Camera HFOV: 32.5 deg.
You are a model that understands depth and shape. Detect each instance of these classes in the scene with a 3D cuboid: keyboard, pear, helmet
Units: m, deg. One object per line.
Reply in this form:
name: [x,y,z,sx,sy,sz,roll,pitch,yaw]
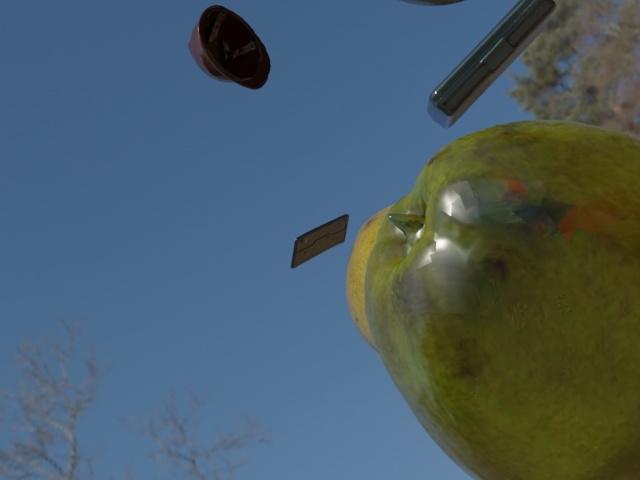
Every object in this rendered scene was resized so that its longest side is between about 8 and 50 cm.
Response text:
keyboard: [0.000,0.000,1.706,0.155,0.010,0.053,-26,-49,-54]
pear: [0.182,0.058,0.793,0.321,0.269,0.269,33,-60,-18]
helmet: [-0.118,-0.219,1.306,0.057,0.089,0.111,-22,-57,41]
pear: [0.125,0.046,1.308,0.209,0.208,0.208,-18,-34,-13]

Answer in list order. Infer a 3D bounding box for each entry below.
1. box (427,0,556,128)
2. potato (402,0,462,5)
box: [0.253,-0.269,1.646,0.230,0.050,0.160,-46,-4,1]
potato: [0.097,-0.439,1.282,0.270,0.219,0.359,-6,-33,29]
